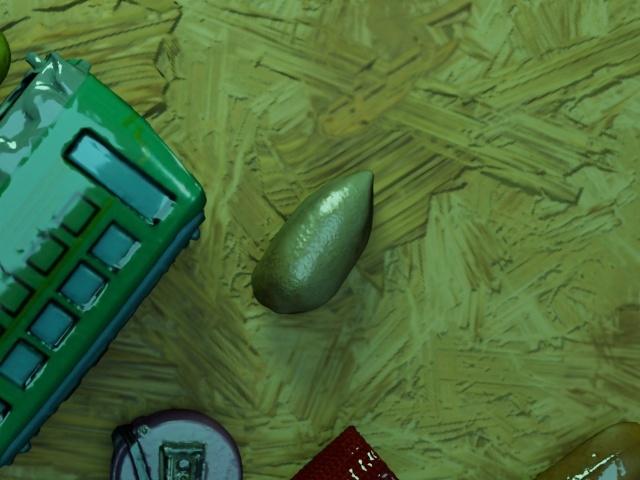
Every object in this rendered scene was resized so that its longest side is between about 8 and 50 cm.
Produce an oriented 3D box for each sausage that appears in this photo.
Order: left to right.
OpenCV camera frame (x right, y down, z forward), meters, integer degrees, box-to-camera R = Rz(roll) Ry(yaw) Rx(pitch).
[{"bbox_3d":[0.224,0.239,1.370,0.197,0.076,0.076,-35,98,-4],"label":"sausage"}]

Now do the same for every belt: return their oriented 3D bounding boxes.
[{"bbox_3d":[0.049,0.273,1.318,0.124,0.128,0.201,-41,95,-3],"label":"belt"}]

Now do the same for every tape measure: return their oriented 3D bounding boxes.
[{"bbox_3d":[-0.126,0.209,1.315,0.118,0.074,0.125,-2,96,-9],"label":"tape measure"}]

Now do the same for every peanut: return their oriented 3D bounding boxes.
[{"bbox_3d":[0.000,0.000,1.322,0.076,0.076,0.152,40,83,-9],"label":"peanut"}]

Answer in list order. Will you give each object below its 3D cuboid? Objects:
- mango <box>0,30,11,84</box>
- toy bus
[{"bbox_3d":[-0.357,-0.138,1.229,0.228,0.136,0.099,-8,140,11],"label":"mango"},{"bbox_3d":[-0.251,0.026,1.235,0.199,0.183,0.343,39,88,-14],"label":"toy bus"}]
